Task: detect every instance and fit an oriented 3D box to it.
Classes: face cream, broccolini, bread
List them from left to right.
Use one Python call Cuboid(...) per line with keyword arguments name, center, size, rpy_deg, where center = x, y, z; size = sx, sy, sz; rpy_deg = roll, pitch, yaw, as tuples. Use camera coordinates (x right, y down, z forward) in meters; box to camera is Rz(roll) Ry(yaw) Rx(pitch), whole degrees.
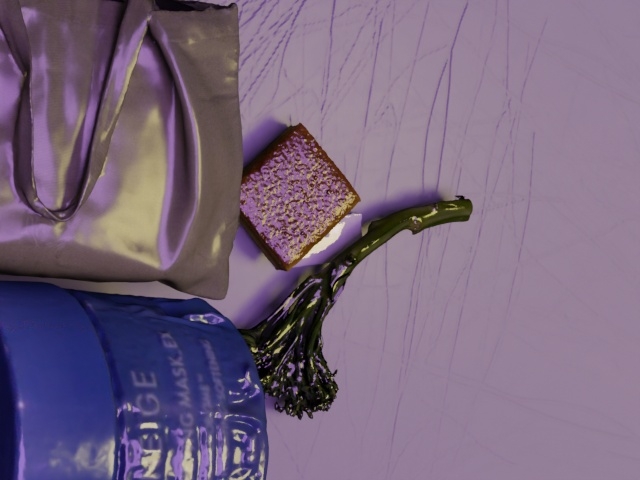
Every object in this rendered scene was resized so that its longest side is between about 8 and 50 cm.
Cuboid(name="face cream", center=(-0.187, 0.155, 1.436), size=(0.225, 0.249, 0.249), rpy_deg=(2, 99, -36))
Cuboid(name="bread", center=(-0.027, -0.036, 1.606), size=(0.094, 0.035, 0.090), rpy_deg=(-44, 106, -15))
Cuboid(name="broccolini", center=(0.042, 0.060, 1.661), size=(0.271, 0.062, 0.123), rpy_deg=(-37, 132, -18))

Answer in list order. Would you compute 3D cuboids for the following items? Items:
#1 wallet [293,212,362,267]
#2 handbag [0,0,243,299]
Cuboid(name="wallet", center=(0.000, 0.000, 1.651), size=(0.083, 0.011, 0.044), rpy_deg=(-8, 104, -27))
Cuboid(name="handbag", center=(-0.201, -0.082, 1.465), size=(0.315, 0.109, 0.253), rpy_deg=(4, 95, -24))
